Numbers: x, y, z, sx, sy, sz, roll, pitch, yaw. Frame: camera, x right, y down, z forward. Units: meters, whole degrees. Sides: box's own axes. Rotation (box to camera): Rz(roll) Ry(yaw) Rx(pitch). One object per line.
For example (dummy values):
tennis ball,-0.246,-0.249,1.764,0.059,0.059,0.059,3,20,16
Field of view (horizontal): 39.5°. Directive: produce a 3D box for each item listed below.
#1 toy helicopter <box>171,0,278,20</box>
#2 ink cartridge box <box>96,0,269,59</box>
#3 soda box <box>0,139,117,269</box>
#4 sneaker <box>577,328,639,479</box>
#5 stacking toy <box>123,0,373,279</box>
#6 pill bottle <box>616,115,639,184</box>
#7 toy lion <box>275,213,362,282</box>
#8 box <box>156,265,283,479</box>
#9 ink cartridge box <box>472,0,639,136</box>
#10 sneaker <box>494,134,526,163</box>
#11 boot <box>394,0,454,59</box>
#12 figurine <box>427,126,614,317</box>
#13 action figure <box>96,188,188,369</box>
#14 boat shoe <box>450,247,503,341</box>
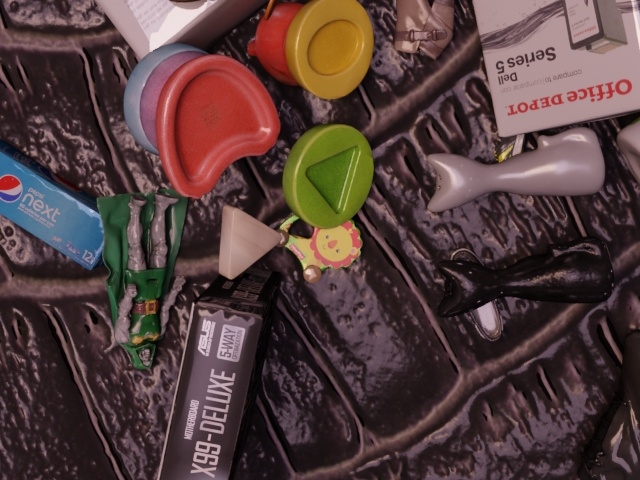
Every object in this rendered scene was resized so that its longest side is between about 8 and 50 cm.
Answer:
toy helicopter,-0.059,-0.385,0.899,0.235,0.140,0.355,44,94,-4
ink cartridge box,-0.198,-0.444,1.051,0.285,0.166,0.395,-36,93,7
soda box,-0.357,-0.048,1.154,0.210,0.067,0.071,32,97,1
sneaker,0.384,0.254,1.104,0.130,0.109,0.286,-3,93,12
stacking toy,-0.079,-0.132,1.066,0.309,0.130,0.279,-30,124,-31
pill bottle,0.487,-0.141,1.036,0.246,0.136,0.136,-35,92,8
toy lion,0.000,0.000,1.148,0.096,0.034,0.100,-43,90,1
box,-0.112,0.167,1.034,0.077,0.307,0.242,13,97,0
ink cartridge box,0.287,-0.269,1.008,0.198,0.115,0.272,-8,96,45
sneaker,0.234,-0.103,1.119,0.035,0.031,0.083,18,97,21
boot,0.110,-0.278,1.106,0.118,0.042,0.087,22,105,9
figurine,0.231,-0.019,1.069,0.210,0.092,0.214,-8,100,-5
action figure,-0.224,0.055,1.140,0.063,0.137,0.232,21,111,45
boat shoe,0.199,0.070,1.131,0.046,0.038,0.125,-18,94,6
